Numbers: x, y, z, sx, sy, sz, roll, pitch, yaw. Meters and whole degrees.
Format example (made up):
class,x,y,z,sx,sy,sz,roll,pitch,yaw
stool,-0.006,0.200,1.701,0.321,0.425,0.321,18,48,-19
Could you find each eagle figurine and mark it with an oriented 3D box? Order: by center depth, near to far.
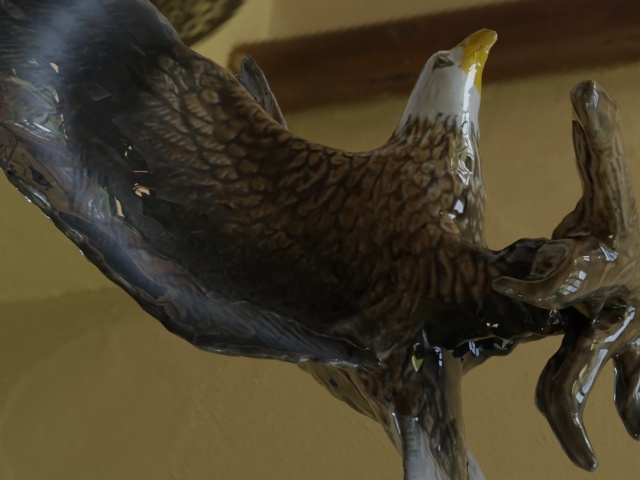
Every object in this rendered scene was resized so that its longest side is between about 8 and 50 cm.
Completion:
class,x,y,z,sx,sy,sz,roll,pitch,yaw
eagle figurine,0.005,-0.007,0.596,0.298,0.226,0.225,11,-148,29
